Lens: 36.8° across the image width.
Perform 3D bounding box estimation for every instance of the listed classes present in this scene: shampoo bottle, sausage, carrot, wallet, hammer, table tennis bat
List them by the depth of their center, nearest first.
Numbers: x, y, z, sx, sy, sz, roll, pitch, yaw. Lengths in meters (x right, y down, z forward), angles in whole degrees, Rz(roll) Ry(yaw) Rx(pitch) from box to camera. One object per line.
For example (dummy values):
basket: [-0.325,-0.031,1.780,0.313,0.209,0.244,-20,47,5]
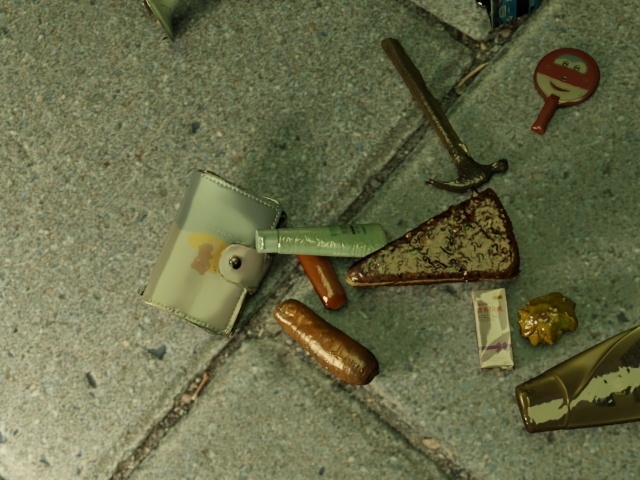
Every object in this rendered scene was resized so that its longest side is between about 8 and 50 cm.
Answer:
shampoo bottle: [0.436,0.177,1.290,0.350,0.084,0.125,-19,67,5]
carrot: [0.004,0.147,1.402,0.186,0.060,0.060,33,81,22]
shampoo bottle: [0.000,0.000,1.419,0.191,0.041,0.069,0,37,-11]
sausage: [-0.001,0.047,1.442,0.039,0.041,0.131,-22,68,-15]
wallet: [-0.160,0.021,1.470,0.170,0.069,0.230,23,81,-1]
table tennis bat: [0.365,-0.229,1.475,0.098,0.019,0.154,26,76,18]
hammer: [0.173,-0.203,1.498,0.125,0.027,0.297,-25,69,-3]

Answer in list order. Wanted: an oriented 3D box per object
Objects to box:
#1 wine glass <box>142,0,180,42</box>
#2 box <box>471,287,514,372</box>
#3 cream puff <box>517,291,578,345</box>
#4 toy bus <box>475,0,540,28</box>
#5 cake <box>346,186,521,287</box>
wine glass: [-0.153,-0.458,1.592,0.321,0.143,0.143,-33,69,-3]
box: [0.245,0.127,1.369,0.051,0.036,0.117,-8,71,8]
cream puff: [0.319,0.107,1.349,0.083,0.058,0.083,2,71,14]
toy bus: [0.283,-0.440,1.520,0.106,0.090,0.184,-16,69,4]
cake: [0.171,0.044,1.373,0.246,0.112,0.135,-31,71,0]
